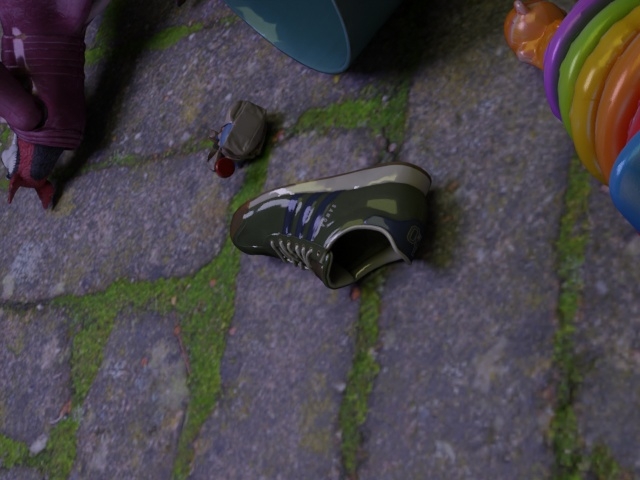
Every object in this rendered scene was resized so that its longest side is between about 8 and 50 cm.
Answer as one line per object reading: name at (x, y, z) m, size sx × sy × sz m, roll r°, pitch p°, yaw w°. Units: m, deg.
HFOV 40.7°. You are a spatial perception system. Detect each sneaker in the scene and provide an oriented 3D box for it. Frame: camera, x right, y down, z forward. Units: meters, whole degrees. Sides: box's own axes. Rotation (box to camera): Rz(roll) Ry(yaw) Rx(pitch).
sneaker at (0.000, 0.000, 0.708) m, size 0.192 × 0.064 × 0.086 m, roll -14°, pitch 54°, yaw 30°

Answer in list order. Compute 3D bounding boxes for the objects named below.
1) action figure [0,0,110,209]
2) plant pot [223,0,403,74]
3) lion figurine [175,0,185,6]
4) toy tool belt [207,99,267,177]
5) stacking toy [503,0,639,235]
action figure at (-0.311, -0.220, 1.008) m, size 0.275 × 0.248 × 0.371 m, roll 1°, pitch 96°, yaw 11°
plant pot at (0.002, -0.332, 0.747) m, size 0.235 × 0.293 × 0.293 m, roll -45°, pitch 46°, yaw -7°
lion figurine at (-0.069, -0.442, 0.905) m, size 0.240 × 0.392 × 0.142 m, roll 1°, pitch 32°, yaw 5°
toy tool belt at (-0.085, -0.095, 0.847) m, size 0.083 × 0.052 × 0.051 m, roll -67°, pitch 15°, yaw -14°
stacking toy at (0.208, -0.103, 0.560) m, size 0.166 × 0.175 × 0.302 m, roll -47°, pitch 33°, yaw 9°
